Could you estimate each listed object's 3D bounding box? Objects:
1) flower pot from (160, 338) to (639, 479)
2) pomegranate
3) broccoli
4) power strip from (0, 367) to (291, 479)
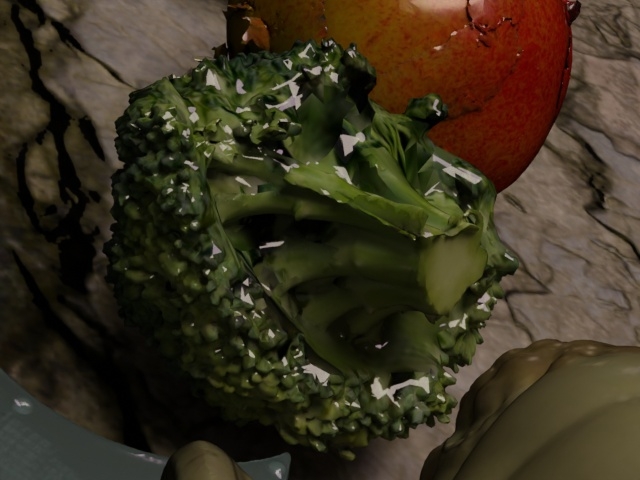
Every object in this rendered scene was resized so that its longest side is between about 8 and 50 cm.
[{"bbox_3d":[0.055,0.181,0.655,0.244,0.307,0.307,5,41,-11],"label":"flower pot"},{"bbox_3d":[0.033,-0.107,1.041,0.235,0.210,0.210,-25,60,-20],"label":"pomegranate"},{"bbox_3d":[-0.003,-0.001,0.882,0.176,0.226,0.198,15,63,15],"label":"broccoli"},{"bbox_3d":[-0.123,0.101,0.804,0.253,0.054,0.167,35,38,6],"label":"power strip"}]
